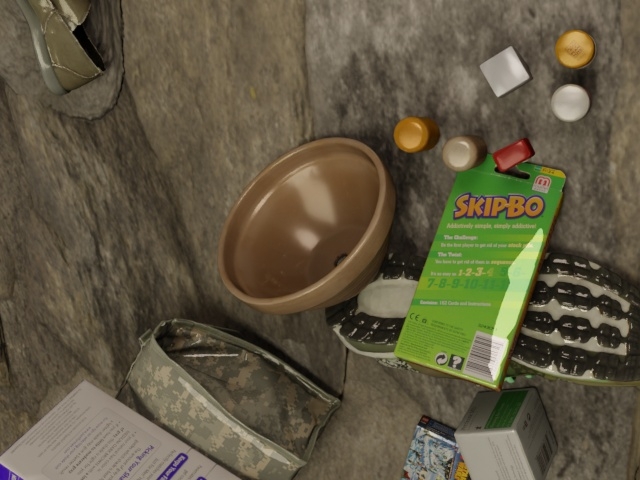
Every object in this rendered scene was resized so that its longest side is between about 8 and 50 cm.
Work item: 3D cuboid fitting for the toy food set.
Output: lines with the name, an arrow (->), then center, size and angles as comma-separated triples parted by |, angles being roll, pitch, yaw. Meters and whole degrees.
toy food set -> 0.207, -0.141, 1.127 | 0.232, 0.104, 0.111 | -31, 87, 19

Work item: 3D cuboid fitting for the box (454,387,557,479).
box -> 0.240, 0.259, 1.317 | 0.087, 0.101, 0.102 | -12, 109, 33

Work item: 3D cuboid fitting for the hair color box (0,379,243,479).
hair color box -> -0.243, 0.353, 1.367 | 0.339, 0.185, 0.110 | 29, 130, 13

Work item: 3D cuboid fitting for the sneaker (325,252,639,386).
sneaker -> 0.220, 0.116, 1.255 | 0.410, 0.158, 0.182 | 7, 151, 22

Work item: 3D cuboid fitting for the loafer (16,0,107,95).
loafer -> -0.335, -0.309, 1.308 | 0.087, 0.094, 0.251 | -8, 126, 4

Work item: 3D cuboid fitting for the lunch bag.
lunch bag -> -0.158, 0.256, 1.483 | 0.287, 0.169, 0.235 | 34, 129, 1

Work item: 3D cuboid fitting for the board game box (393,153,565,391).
board game box -> 0.184, 0.029, 1.164 | 0.124, 0.039, 0.259 | 16, 80, 22

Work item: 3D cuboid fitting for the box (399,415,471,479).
box -> 0.167, 0.319, 1.438 | 0.094, 0.027, 0.137 | 23, 126, 16

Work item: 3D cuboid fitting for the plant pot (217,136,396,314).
plant pot -> 0.000, 0.000, 1.243 | 0.237, 0.237, 0.110 | -10, 142, 32
